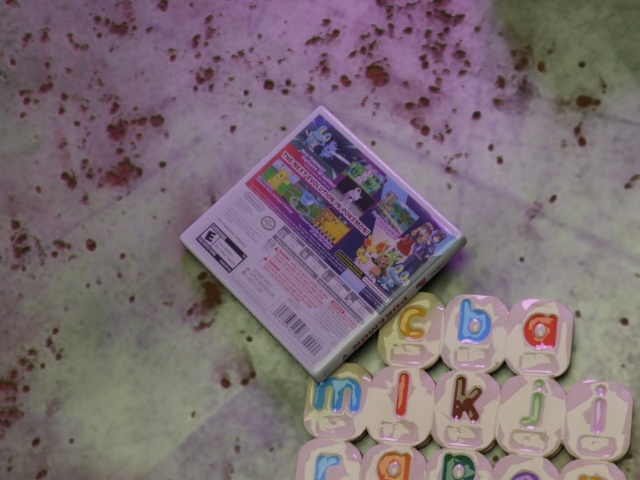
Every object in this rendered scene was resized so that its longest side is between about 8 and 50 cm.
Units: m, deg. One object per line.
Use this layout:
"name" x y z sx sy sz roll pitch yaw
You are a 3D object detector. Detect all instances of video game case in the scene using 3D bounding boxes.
"video game case" 0.000 0.000 1.661 0.183 0.023 0.201 -43 61 -5

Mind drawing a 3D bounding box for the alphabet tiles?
"alphabet tiles" 0.122 0.182 1.587 0.284 0.021 0.278 3 72 13
